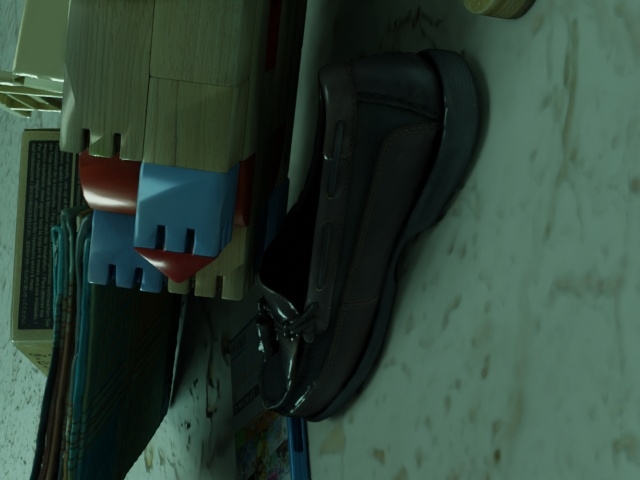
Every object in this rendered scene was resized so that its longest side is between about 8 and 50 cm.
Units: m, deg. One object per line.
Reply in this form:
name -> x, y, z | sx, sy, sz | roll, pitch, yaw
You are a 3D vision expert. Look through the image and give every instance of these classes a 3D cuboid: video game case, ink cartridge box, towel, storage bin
video game case -> -0.040, 0.136, 1.123 | 0.119, 0.015, 0.166 | 135, 136, -58
ink cartridge box -> -0.210, 0.027, 1.365 | 0.234, 0.088, 0.193 | 80, -169, -73
towel -> -0.160, 0.075, 1.194 | 0.370, 0.040, 0.271 | -63, -18, -77
storage bin -> -0.213, -0.241, 1.289 | 0.260, 0.123, 0.262 | 37, -117, -86

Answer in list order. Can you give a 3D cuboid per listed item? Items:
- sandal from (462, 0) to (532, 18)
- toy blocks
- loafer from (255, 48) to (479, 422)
sandal -> 0.098, -0.227, 0.763 | 0.088, 0.079, 0.240 | -116, 37, -53
toy blocks -> -0.079, -0.083, 0.961 | 0.381, 0.191, 0.261 | -58, -25, -77
loafer -> 0.000, 0.000, 0.940 | 0.109, 0.095, 0.302 | -108, 31, -41
